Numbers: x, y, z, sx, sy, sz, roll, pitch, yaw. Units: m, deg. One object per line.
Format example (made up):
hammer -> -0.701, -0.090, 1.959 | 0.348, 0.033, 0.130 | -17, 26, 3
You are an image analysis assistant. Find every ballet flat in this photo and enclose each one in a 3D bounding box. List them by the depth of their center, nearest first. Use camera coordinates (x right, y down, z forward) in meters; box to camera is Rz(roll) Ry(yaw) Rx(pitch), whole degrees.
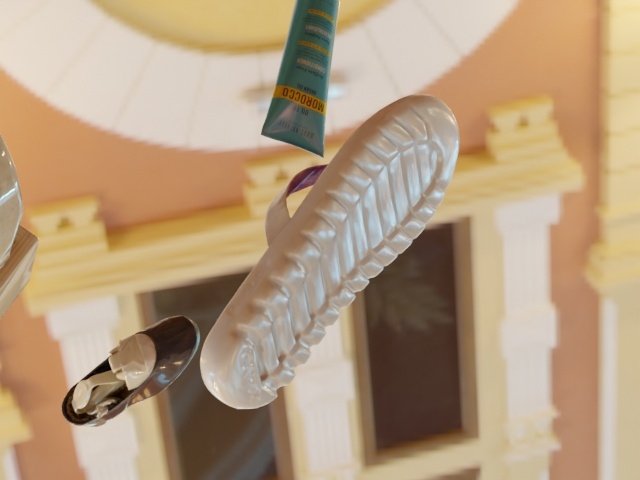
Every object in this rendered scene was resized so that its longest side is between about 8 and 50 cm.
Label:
ballet flat -> -0.216, 0.148, 1.901 | 0.203, 0.074, 0.074 | -37, -165, 33

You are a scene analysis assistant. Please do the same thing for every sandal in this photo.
sandal -> -0.004, -0.010, 1.825 | 0.102, 0.169, 0.416 | 22, -120, 36

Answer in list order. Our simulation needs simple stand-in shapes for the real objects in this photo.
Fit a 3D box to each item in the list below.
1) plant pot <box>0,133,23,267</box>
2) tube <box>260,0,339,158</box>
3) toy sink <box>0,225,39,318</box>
plant pot -> -0.379, 0.005, 1.144 | 0.334, 0.334, 0.305 | 17, -138, 31
tube -> -0.018, -0.195, 2.006 | 0.080, 0.052, 0.207 | 18, -119, -16
toy sink -> -0.408, 0.010, 1.632 | 0.234, 0.131, 0.153 | 34, -117, 1
